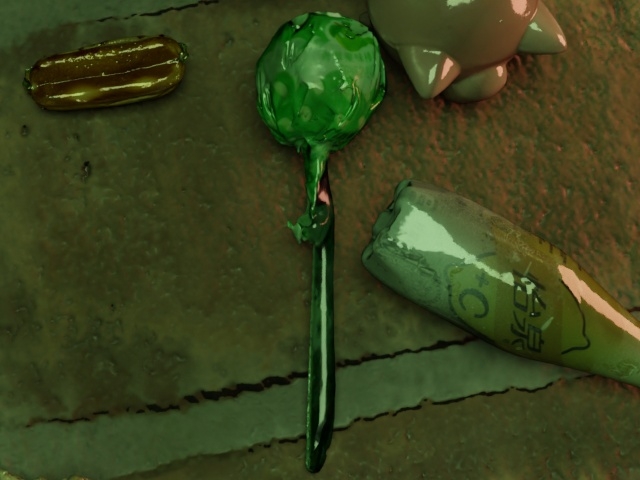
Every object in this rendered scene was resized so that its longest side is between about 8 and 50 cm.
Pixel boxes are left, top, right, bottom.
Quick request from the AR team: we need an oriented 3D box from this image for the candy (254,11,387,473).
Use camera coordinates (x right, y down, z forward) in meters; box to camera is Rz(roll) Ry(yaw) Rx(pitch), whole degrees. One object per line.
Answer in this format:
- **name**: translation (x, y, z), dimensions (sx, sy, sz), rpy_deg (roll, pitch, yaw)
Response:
- **candy**: translation (-0.002, 0.000, 0.985), dimensions (0.097, 0.097, 0.324), rpy_deg (1, 85, -4)

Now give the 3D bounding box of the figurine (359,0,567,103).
- **figurine**: translation (0.094, -0.167, 1.007), dimensions (0.125, 0.125, 0.138), rpy_deg (-25, 65, -9)

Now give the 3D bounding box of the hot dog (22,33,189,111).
- **hot dog**: translation (-0.154, -0.120, 1.015), dimensions (0.122, 0.037, 0.049), rpy_deg (-7, 90, -1)

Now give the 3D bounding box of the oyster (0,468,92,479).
- **oyster**: translation (-0.204, 0.216, 0.915), dimensions (0.191, 0.081, 0.163), rpy_deg (39, 82, 8)

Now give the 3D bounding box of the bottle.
- **bottle**: translation (0.159, 0.049, 0.978), dimensions (0.269, 0.083, 0.083), rpy_deg (30, 77, -4)
